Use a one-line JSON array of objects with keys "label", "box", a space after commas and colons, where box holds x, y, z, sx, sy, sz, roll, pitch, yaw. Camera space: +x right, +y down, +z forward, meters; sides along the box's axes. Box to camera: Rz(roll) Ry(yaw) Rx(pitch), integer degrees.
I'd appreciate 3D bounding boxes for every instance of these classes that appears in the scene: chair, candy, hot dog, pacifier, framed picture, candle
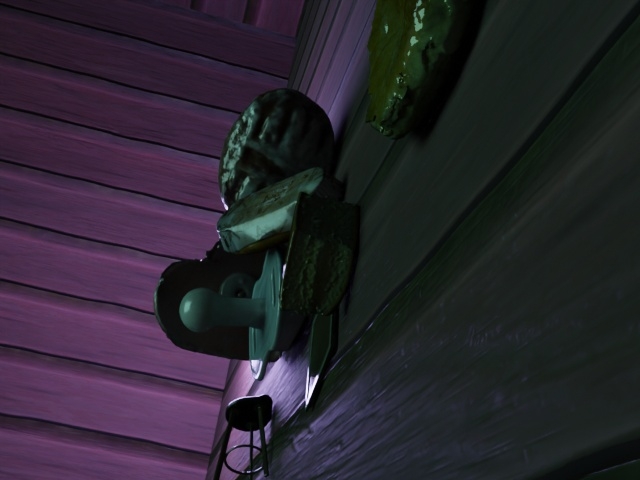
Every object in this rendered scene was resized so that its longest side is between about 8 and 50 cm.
[{"label": "chair", "box": [-0.143, 0.381, 1.638, 0.222, 0.095, 0.104, -87, 21, -56]}, {"label": "candy", "box": [-0.085, -0.151, 1.672, 0.157, 0.214, 0.290, -132, 58, -78]}, {"label": "hot dog", "box": [-0.076, -0.044, 1.516, 0.267, 0.075, 0.144, -14, 38, 39]}, {"label": "pacifier", "box": [-0.142, 0.118, 1.574, 0.287, 0.225, 0.239, 120, 149, -55]}, {"label": "framed picture", "box": [0.004, 0.141, 1.288, 0.183, 0.011, 0.142, -86, 11, -52]}, {"label": "candle", "box": [-0.167, 0.123, 1.796, 0.317, 0.287, 0.131, -38, 2, -6]}]

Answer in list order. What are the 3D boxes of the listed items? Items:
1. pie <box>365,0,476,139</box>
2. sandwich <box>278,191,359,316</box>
[{"label": "pie", "box": [0.109, -0.251, 0.966, 0.306, 0.071, 0.307, -170, 90, -83]}, {"label": "sandwich", "box": [0.000, 0.000, 1.244, 0.258, 0.094, 0.096, -84, 9, -52]}]
